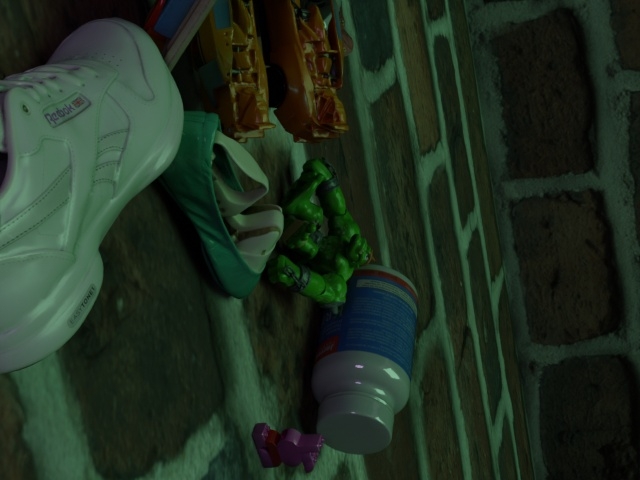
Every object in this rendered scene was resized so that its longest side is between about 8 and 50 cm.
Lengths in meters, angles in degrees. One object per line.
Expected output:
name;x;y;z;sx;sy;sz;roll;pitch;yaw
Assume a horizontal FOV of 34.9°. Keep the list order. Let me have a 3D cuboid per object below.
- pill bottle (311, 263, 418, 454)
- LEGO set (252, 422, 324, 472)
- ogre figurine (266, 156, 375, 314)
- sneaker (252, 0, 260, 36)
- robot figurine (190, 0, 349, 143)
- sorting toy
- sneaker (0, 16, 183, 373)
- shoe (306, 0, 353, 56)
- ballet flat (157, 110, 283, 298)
pill bottle;0.054;0.148;1.274;0.221;0.124;0.124;-79;156;-43
LEGO set;-0.005;0.307;1.081;0.087;0.093;0.227;-67;146;-57
ogre figurine;0.000;0.000;1.222;0.118;0.097;0.197;49;19;-32
sneaker;-0.042;-0.335;1.141;0.104;0.125;0.261;61;28;-49
robot figurine;-0.057;-0.242;1.014;0.211;0.085;0.291;-7;88;-44
sorting toy;-0.115;-0.195;0.838;0.208;0.038;0.193;-53;-161;39
sneaker;-0.175;-0.069;0.655;0.305;0.114;0.152;-79;157;-43
shoe;0.007;-0.274;1.372;0.178;0.064;0.081;-72;145;-61
ballet flat;-0.084;-0.027;0.968;0.247;0.087;0.083;65;25;-46
